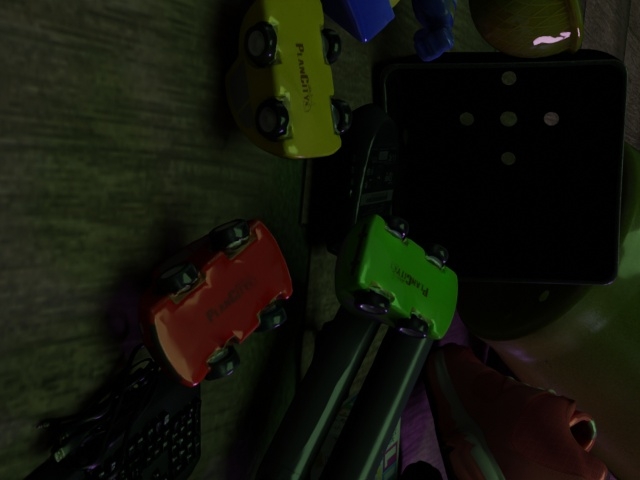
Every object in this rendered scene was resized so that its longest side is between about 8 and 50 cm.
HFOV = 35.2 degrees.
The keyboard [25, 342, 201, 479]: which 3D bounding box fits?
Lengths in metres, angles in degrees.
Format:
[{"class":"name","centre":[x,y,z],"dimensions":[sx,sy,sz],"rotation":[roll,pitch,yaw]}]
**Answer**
[{"class":"keyboard","centre":[-0.102,0.121,0.491],"dimensions":[0.192,0.038,0.100],"rotation":[-41,132,-58]}]

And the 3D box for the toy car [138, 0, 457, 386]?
[{"class":"toy car","centre":[0.000,0.000,0.603],"dimensions":[0.225,0.053,0.239],"rotation":[35,63,-39]}]

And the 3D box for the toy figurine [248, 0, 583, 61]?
[{"class":"toy figurine","centre":[0.032,-0.208,0.651],"dimensions":[0.217,0.191,0.362],"rotation":[-45,145,-12]}]

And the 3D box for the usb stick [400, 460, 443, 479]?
[{"class":"usb stick","centre":[0.086,0.234,0.840],"dimensions":[0.278,0.045,0.077],"rotation":[59,33,-82]}]

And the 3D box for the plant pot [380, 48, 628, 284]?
[{"class":"plant pot","centre":[0.162,-0.083,0.876],"dimensions":[0.167,0.188,0.187],"rotation":[-61,150,-62]}]

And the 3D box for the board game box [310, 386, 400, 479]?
[{"class":"board game box","centre":[0.027,0.194,0.769],"dimensions":[0.103,0.026,0.154],"rotation":[-28,124,-58]}]

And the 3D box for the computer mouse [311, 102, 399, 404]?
[{"class":"computer mouse","centre":[0.013,0.019,0.738],"dimensions":[0.071,0.041,0.242],"rotation":[-8,110,-65]}]

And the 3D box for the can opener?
[{"class":"can opener","centre":[0.001,0.140,0.621],"dimensions":[0.283,0.076,0.095],"rotation":[-63,178,-24]}]

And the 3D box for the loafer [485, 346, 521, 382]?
[{"class":"loafer","centre":[0.246,0.078,1.238],"dimensions":[0.109,0.095,0.302],"rotation":[29,62,-33]}]

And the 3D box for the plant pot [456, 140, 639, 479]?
[{"class":"plant pot","centre":[0.342,0.073,1.047],"dimensions":[0.353,0.366,0.366],"rotation":[32,61,-24]}]

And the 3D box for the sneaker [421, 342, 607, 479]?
[{"class":"sneaker","centre":[0.174,0.177,0.909],"dimensions":[0.314,0.136,0.115],"rotation":[-93,169,-74]}]
